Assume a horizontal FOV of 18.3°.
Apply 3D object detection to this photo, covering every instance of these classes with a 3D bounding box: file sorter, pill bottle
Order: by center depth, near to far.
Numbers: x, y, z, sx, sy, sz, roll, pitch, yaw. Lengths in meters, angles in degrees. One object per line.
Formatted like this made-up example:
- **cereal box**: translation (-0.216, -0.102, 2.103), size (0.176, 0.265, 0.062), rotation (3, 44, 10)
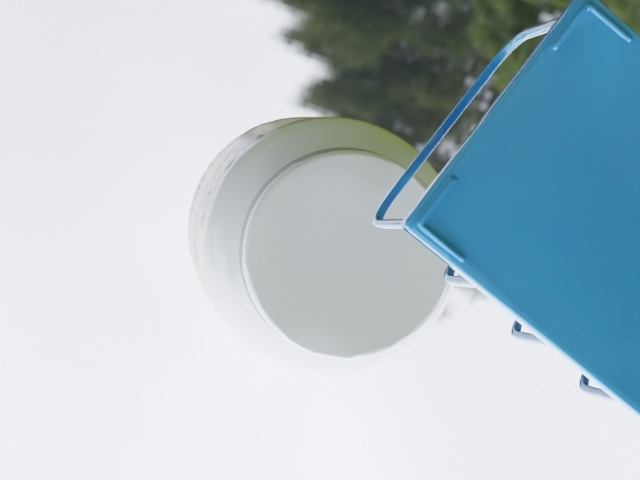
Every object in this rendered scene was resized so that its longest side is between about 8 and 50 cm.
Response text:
- **file sorter**: translation (0.125, 0.000, 0.832), size (0.170, 0.118, 0.104), rotation (39, 174, -9)
- **pill bottle**: translation (0.000, 0.000, 1.483), size (0.188, 0.188, 0.334), rotation (16, -179, -7)
